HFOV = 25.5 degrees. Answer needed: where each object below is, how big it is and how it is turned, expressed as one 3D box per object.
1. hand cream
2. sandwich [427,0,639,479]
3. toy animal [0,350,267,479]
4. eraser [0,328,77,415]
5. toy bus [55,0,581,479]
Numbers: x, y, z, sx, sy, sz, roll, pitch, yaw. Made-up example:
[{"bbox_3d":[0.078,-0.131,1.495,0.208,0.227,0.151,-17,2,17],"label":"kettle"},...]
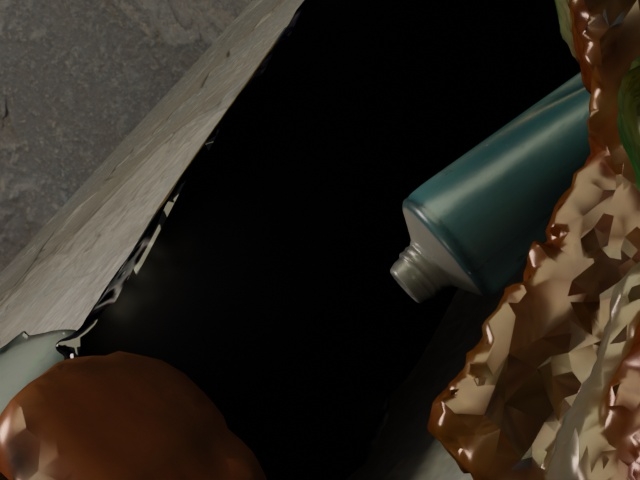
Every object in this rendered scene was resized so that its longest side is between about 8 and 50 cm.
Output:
[{"bbox_3d":[0.116,-0.055,0.527,0.224,0.048,0.083,-41,12,-4],"label":"hand cream"},{"bbox_3d":[0.123,0.007,0.368,0.250,0.162,0.301,21,88,30],"label":"sandwich"},{"bbox_3d":[-0.134,0.214,0.493,0.338,0.191,0.216,-55,-12,24],"label":"toy animal"},{"bbox_3d":[-0.297,0.210,1.172,0.189,0.104,0.290,-29,20,32],"label":"eraser"},{"bbox_3d":[0.000,0.000,0.800,0.386,0.171,0.162,-58,0,-26],"label":"toy bus"}]
